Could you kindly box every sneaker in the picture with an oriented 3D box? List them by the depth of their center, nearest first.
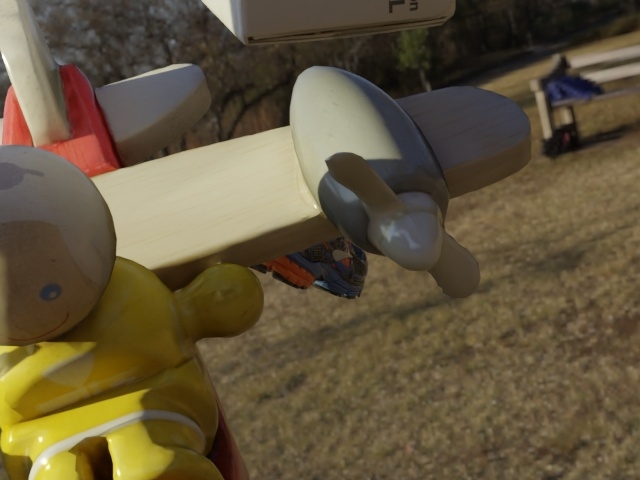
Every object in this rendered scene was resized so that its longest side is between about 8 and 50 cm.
[{"bbox_3d":[0.000,0.000,0.955,0.083,0.087,0.221,24,3,19],"label":"sneaker"}]

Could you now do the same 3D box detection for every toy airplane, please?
[{"bbox_3d":[-0.126,0.015,0.535,0.384,0.386,0.272,24,-19,14],"label":"toy airplane"}]

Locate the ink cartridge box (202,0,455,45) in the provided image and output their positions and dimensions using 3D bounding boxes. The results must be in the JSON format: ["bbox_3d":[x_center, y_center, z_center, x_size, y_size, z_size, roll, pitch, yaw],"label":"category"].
[{"bbox_3d":[-0.023,-0.207,0.500,0.100,0.172,0.237,-10,26,-14],"label":"ink cartridge box"}]
